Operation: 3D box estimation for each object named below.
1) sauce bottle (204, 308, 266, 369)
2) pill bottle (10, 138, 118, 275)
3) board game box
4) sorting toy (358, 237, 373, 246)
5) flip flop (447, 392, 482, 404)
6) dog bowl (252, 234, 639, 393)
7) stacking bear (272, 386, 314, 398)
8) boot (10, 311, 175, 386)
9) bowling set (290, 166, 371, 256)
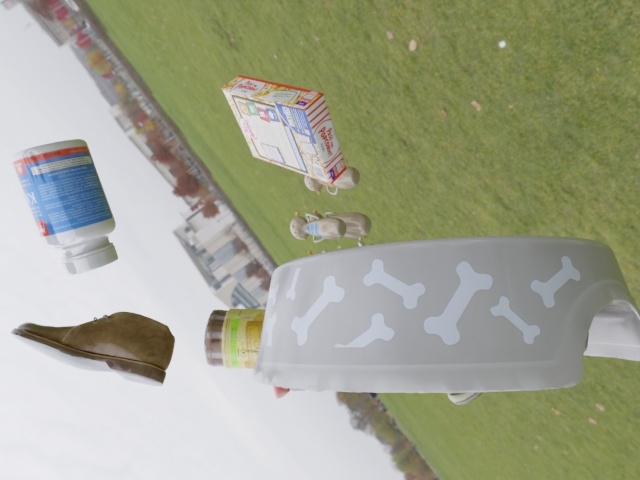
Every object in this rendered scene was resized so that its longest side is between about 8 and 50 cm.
[{"bbox_3d":[-0.028,0.176,0.872,0.111,0.345,0.111,-1,-90,-86],"label":"sauce bottle"},{"bbox_3d":[-0.439,-0.056,0.862,0.124,0.124,0.221,-152,45,-75],"label":"pill bottle"},{"bbox_3d":[-0.060,-0.182,0.797,0.194,0.045,0.146,25,151,36],"label":"board game box"},{"bbox_3d":[0.181,0.084,1.580,0.132,0.046,0.274,-127,18,-62],"label":"sorting toy"},{"bbox_3d":[0.420,0.297,1.221,0.080,0.277,0.112,51,-175,2],"label":"flip flop"},{"bbox_3d":[0.109,0.071,0.466,0.349,0.349,0.102,96,172,-80],"label":"dog bowl"},{"bbox_3d":[0.024,0.235,1.083,0.175,0.289,0.164,172,86,-81],"label":"stacking bear"},{"bbox_3d":[-0.431,0.190,0.945,0.306,0.115,0.112,12,152,1],"label":"boot"},{"bbox_3d":[0.000,0.000,0.995,0.154,0.200,0.286,3,119,38],"label":"bowling set"}]
